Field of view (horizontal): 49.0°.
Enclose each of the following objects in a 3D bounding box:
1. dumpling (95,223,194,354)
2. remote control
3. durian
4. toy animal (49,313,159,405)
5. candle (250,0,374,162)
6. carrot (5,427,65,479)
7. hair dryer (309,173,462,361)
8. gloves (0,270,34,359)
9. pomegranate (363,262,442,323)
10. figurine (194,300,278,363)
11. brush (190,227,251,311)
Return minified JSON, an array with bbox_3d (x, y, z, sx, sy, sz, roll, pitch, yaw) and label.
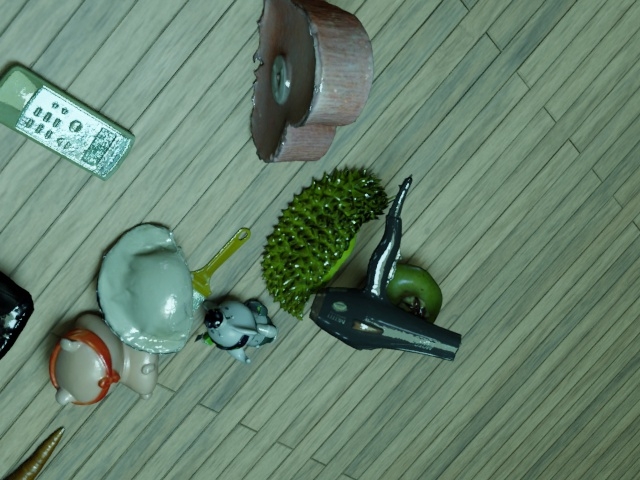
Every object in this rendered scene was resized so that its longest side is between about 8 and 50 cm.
[{"bbox_3d":[-0.327,0.095,1.306,0.173,0.142,0.247,-8,85,-24],"label":"dumpling"},{"bbox_3d":[-0.428,-0.192,1.165,0.233,0.038,0.098,32,99,-35],"label":"remote control"},{"bbox_3d":[0.000,0.000,1.448,0.351,0.158,0.169,-55,159,9],"label":"durian"},{"bbox_3d":[-0.408,0.229,1.328,0.198,0.171,0.171,3,114,-35],"label":"toy animal"},{"bbox_3d":[-0.026,-0.289,1.198,0.132,0.287,0.317,-5,160,-26],"label":"candle"},{"bbox_3d":[-0.589,0.463,1.427,0.216,0.048,0.048,-48,125,-2],"label":"carrot"},{"bbox_3d":[0.157,0.054,1.347,0.304,0.120,0.359,15,101,4],"label":"hair dryer"},{"bbox_3d":[-0.637,0.102,1.149,0.301,0.152,0.197,33,77,-28],"label":"gloves"},{"bbox_3d":[0.185,0.128,1.527,0.179,0.179,0.210,-6,161,-23],"label":"pomegranate"},{"bbox_3d":[-0.168,0.178,1.431,0.192,0.147,0.126,28,82,-52],"label":"figurine"},{"bbox_3d":[-0.215,0.051,1.409,0.205,0.011,0.083,-46,124,1],"label":"brush"}]
